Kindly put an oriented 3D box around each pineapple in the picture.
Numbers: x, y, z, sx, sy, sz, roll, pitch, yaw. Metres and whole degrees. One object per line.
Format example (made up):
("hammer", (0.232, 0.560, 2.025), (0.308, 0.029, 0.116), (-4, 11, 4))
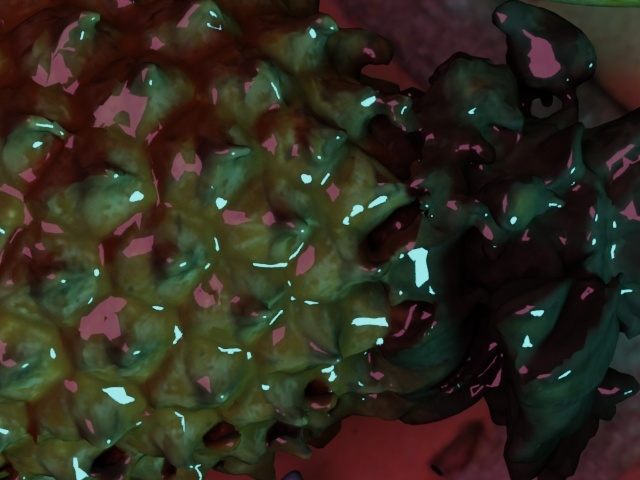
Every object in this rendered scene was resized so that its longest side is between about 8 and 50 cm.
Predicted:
("pineapple", (0.000, 0.001, 0.538), (0.357, 0.223, 0.223), (3, 86, 7))

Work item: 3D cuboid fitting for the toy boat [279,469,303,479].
("toy boat", (0.009, 0.177, 0.578), (0.059, 0.069, 0.173), (-23, 78, -2))

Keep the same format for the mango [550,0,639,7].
("mango", (0.049, -0.213, 0.535), (0.384, 0.199, 0.221), (35, 90, 36))
